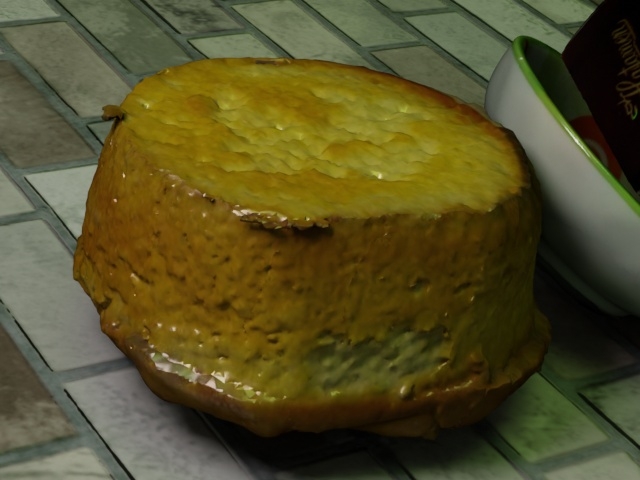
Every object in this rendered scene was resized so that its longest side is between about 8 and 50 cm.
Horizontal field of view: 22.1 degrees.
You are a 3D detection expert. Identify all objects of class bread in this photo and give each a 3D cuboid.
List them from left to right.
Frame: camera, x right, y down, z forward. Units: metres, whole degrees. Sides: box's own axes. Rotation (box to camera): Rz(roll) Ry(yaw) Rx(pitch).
[{"bbox_3d":[0.000,0.000,1.322,0.398,0.215,0.398,7,27,-4],"label":"bread"}]

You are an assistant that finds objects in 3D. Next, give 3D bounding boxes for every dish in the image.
[{"bbox_3d":[0.247,-0.027,1.473,0.324,0.124,0.324,40,19,-17],"label":"dish"}]

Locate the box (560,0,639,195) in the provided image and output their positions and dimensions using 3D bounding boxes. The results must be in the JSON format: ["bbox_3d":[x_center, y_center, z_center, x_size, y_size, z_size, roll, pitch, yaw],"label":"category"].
[{"bbox_3d":[0.422,-0.052,1.463,0.415,0.116,0.264,31,24,-23],"label":"box"}]
